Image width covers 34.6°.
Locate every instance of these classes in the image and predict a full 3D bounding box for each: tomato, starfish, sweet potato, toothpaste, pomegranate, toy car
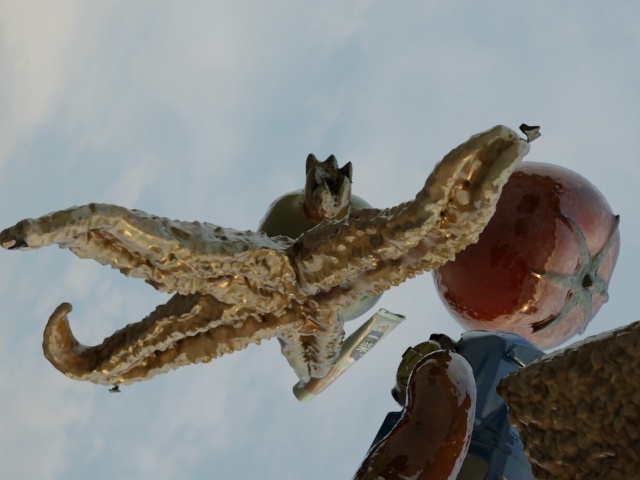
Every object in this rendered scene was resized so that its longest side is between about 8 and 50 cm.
[{"bbox_3d":[0.275,0.019,1.416,0.264,0.264,0.265,-24,-126,39],"label":"tomato"},{"bbox_3d":[-0.068,0.024,0.767,0.432,0.323,0.083,123,-33,-63],"label":"starfish"},{"bbox_3d":[0.042,0.127,0.534,0.058,0.055,0.202,-2,-142,29],"label":"sweet potato"},{"bbox_3d":[0.036,0.165,1.483,0.205,0.056,0.036,-44,-131,26],"label":"toothpaste"},{"bbox_3d":[0.000,0.000,1.092,0.159,0.159,0.205,-115,-157,-43],"label":"pomegranate"},{"bbox_3d":[0.126,0.231,0.872,0.166,0.198,0.314,-4,-132,59],"label":"toy car"}]

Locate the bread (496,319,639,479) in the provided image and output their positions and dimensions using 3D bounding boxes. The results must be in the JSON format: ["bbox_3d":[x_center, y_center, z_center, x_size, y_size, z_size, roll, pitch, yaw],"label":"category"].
[{"bbox_3d":[0.213,0.137,0.477,0.184,0.110,0.234,-30,-104,45],"label":"bread"}]
